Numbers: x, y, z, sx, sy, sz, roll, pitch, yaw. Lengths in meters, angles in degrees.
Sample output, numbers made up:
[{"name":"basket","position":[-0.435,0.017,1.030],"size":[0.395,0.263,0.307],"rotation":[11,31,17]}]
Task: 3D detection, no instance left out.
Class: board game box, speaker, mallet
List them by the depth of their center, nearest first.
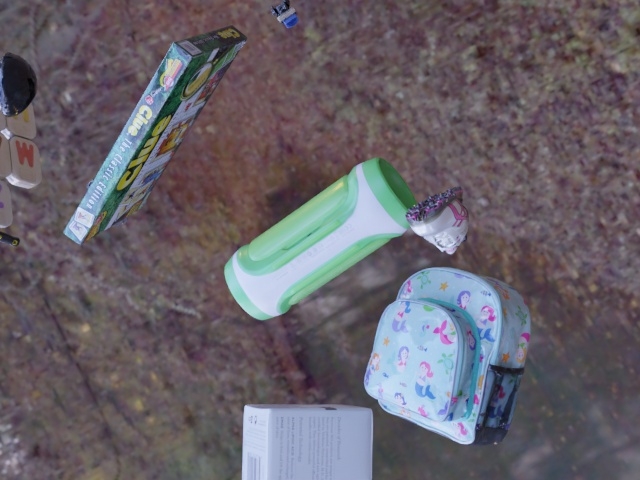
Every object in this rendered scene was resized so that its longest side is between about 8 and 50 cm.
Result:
[{"name":"board game box","position":[-0.179,-0.114,1.044],"size":[0.030,0.260,0.136],"rotation":[40,-151,5]},{"name":"speaker","position":[0.000,0.000,1.464],"size":[0.131,0.296,0.131],"rotation":[47,-160,-24]},{"name":"mallet","position":[-0.557,-0.023,1.636],"size":[0.039,0.062,0.189],"rotation":[28,-177,14]}]

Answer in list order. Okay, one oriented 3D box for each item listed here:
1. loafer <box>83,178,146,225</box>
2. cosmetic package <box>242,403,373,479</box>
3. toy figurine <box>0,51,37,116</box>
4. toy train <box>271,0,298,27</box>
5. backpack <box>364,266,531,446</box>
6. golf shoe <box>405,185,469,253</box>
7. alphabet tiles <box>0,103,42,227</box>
[{"name":"loafer","position":[-0.386,-0.092,1.764],"size":[0.302,0.109,0.095],"rotation":[153,112,-68]},{"name":"cosmetic package","position":[-0.024,0.354,1.627],"size":[0.151,0.183,0.151],"rotation":[164,108,-68]},{"name":"toy figurine","position":[-0.329,-0.217,0.834],"size":[0.209,0.148,0.213],"rotation":[137,134,-80]},{"name":"toy train","position":[-0.046,-0.296,1.265],"size":[0.036,0.027,0.158],"rotation":[56,-175,-11]},{"name":"backpack","position":[0.199,0.168,1.492],"size":[0.191,0.253,0.225],"rotation":[20,178,-44]},{"name":"golf shoe","position":[0.171,-0.023,1.319],"size":[0.186,0.067,0.086],"rotation":[-22,-88,-67]},{"name":"alphabet tiles","position":[-0.485,-0.160,1.284],"size":[0.284,0.021,0.278],"rotation":[16,-121,-59]}]
